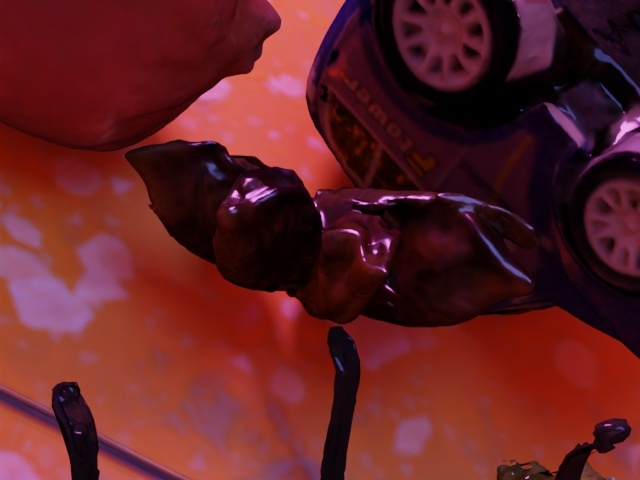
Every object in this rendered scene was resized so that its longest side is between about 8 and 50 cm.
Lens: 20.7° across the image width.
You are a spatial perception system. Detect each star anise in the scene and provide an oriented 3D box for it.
[{"bbox_3d":[0.001,0.000,0.672,0.168,0.168,0.057,11,89,-25],"label":"star anise"}]

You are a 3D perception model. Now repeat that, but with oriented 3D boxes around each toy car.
[{"bbox_3d":[0.111,-0.045,0.741,0.172,0.158,0.235,-28,74,-42],"label":"toy car"}]

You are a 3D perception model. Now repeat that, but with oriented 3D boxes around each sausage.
[{"bbox_3d":[-0.136,-0.130,0.678,0.254,0.148,0.148,31,45,-9],"label":"sausage"}]

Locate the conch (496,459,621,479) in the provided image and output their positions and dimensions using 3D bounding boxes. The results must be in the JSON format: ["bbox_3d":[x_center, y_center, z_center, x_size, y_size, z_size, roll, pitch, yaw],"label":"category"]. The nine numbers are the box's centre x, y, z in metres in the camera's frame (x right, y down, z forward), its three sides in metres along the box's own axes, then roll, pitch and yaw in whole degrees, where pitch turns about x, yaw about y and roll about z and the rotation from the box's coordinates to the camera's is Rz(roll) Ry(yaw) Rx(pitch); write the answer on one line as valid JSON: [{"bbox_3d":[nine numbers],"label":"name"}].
[{"bbox_3d":[0.109,0.128,0.658,0.089,0.074,0.121,-30,69,-32],"label":"conch"}]

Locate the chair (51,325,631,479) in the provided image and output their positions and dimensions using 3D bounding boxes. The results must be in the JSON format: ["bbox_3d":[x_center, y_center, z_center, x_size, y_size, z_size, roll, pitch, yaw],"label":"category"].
[{"bbox_3d":[0.011,0.150,0.575,0.174,0.149,0.213,-10,101,-39],"label":"chair"}]
